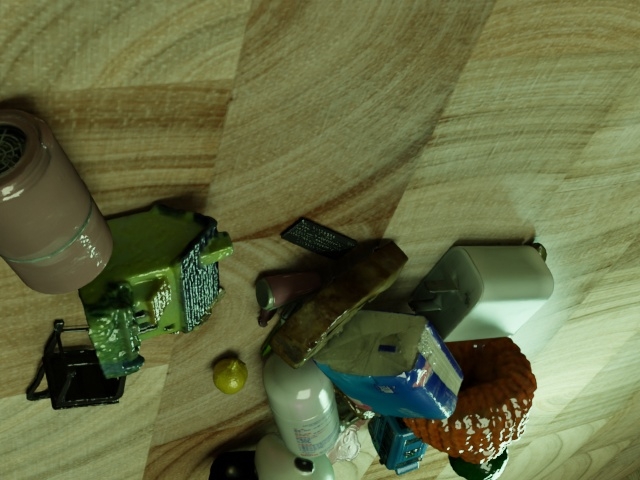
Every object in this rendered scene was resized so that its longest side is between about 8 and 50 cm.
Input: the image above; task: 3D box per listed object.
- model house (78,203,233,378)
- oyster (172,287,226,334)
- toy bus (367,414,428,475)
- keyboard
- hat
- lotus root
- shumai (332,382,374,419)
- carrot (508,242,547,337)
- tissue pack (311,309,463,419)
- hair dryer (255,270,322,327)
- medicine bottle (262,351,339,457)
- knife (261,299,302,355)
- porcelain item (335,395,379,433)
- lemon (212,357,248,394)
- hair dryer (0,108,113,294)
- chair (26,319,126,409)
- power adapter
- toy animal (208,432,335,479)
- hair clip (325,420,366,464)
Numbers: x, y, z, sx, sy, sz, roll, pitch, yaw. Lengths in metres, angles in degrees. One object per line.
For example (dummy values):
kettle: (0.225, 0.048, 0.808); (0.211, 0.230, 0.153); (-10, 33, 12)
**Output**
model house: (-0.218, 0.070, 1.207); (0.211, 0.170, 0.194); (-16, 146, -15)
oyster: (-0.214, 0.119, 1.374); (0.108, 0.053, 0.166); (-25, 172, 25)
toy bus: (0.192, 0.446, 2.088); (0.114, 0.134, 0.246); (-16, 146, -14)
keyboard: (0.000, 0.000, 1.405); (0.053, 0.010, 0.155); (-38, 147, 22)
hat: (0.300, 0.356, 1.899); (0.285, 0.285, 0.400); (-20, 146, -9)
lotus root: (0.022, 0.108, 1.453); (0.261, 0.074, 0.170); (-43, 170, 17)
shumai: (0.076, 0.291, 1.796); (0.139, 0.123, 0.105); (15, 122, -33)
carrot: (0.402, 0.109, 1.801); (0.070, 0.070, 0.342); (-13, 145, -19)
tissue pack: (0.127, 0.233, 1.610); (0.209, 0.137, 0.269); (1, 152, 23)
hair dryer: (-0.074, 0.103, 1.487); (0.106, 0.054, 0.154); (-11, 157, -34)
medicine bottle: (-0.036, 0.311, 1.730); (0.130, 0.130, 0.341); (-21, 149, -7)
knife: (-0.067, 0.151, 1.573); (0.026, 0.022, 0.184); (20, 133, -15)
porcelain item: (0.102, 0.351, 1.932); (0.216, 0.081, 0.069); (-22, 156, -4)
lemon: (-0.163, 0.244, 1.608); (0.065, 0.065, 0.092); (-9, 145, -25)
hair dryer: (-0.436, -0.009, 1.001); (0.353, 0.125, 0.210); (-16, 147, -2)
chair: (-0.381, 0.224, 1.386); (0.106, 0.113, 0.229); (0, 137, -32)
power adapter: (0.276, 0.098, 1.639); (0.255, 0.124, 0.187); (0, 140, -33)
toy animal: (-0.102, 0.527, 1.933); (0.267, 0.212, 0.212); (-24, 149, 6)
hair clip: (0.055, 0.434, 2.006); (0.123, 0.102, 0.138); (9, 135, -46)
